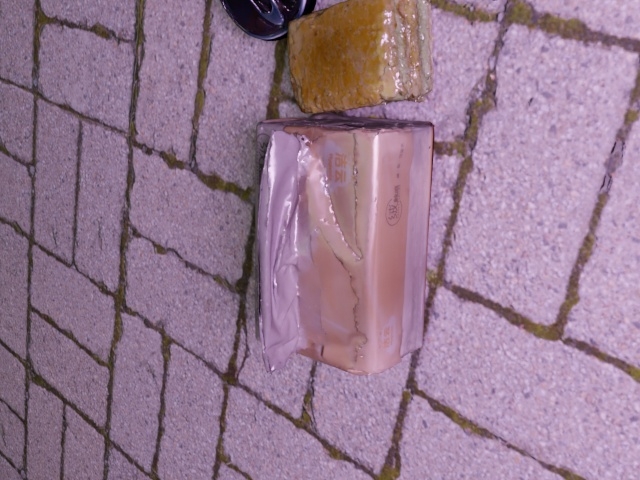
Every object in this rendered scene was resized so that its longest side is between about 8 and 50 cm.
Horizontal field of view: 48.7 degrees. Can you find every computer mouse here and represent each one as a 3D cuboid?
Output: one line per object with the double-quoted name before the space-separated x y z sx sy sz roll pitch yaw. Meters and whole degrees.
"computer mouse" -0.091 -0.390 0.967 0.137 0.096 0.233 -33 77 40

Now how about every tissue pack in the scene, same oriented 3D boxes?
"tissue pack" 0.000 0.000 0.893 0.239 0.239 0.305 13 108 38

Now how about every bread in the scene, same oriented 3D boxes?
"bread" 0.041 -0.231 0.887 0.196 0.102 0.138 5 101 41
